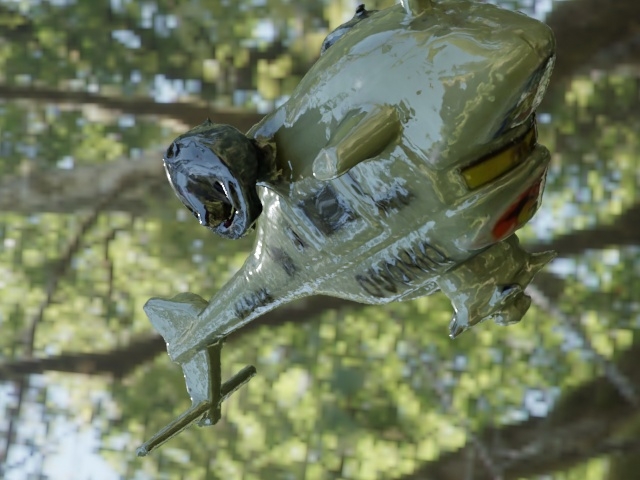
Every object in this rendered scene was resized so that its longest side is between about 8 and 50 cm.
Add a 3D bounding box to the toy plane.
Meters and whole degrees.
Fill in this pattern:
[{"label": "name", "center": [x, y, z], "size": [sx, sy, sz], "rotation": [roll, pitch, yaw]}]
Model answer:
[{"label": "toy plane", "center": [0.000, 0.000, 0.639], "size": [0.092, 0.286, 0.108], "rotation": [-39, -88, -34]}]
